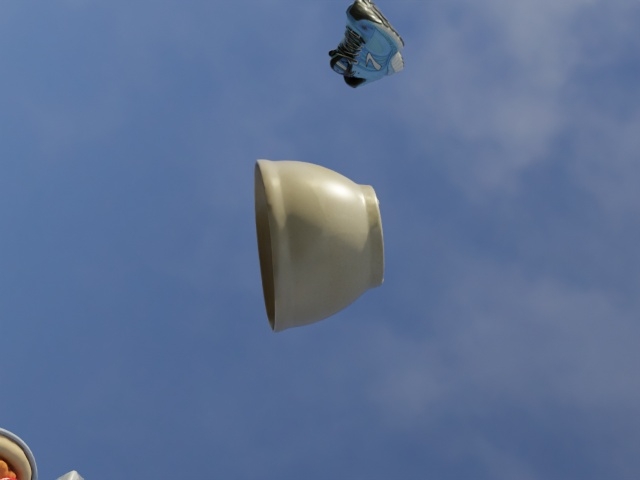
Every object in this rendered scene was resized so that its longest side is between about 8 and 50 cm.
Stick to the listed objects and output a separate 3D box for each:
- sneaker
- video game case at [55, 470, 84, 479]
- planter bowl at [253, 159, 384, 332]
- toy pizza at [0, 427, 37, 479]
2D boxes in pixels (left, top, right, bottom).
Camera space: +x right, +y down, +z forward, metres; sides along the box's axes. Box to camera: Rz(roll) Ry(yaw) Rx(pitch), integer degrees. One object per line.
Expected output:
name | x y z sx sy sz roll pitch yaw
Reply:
sneaker | 0.045 -0.200 1.861 0.073 0.162 0.063 -35 -110 -5
video game case | -0.180 0.337 1.383 0.025 0.204 0.285 -27 -160 20
planter bowl | 0.000 0.000 1.649 0.162 0.109 0.162 174 -90 -83
toy pizza | -0.295 0.220 1.308 0.201 0.201 0.032 -51 -125 8
